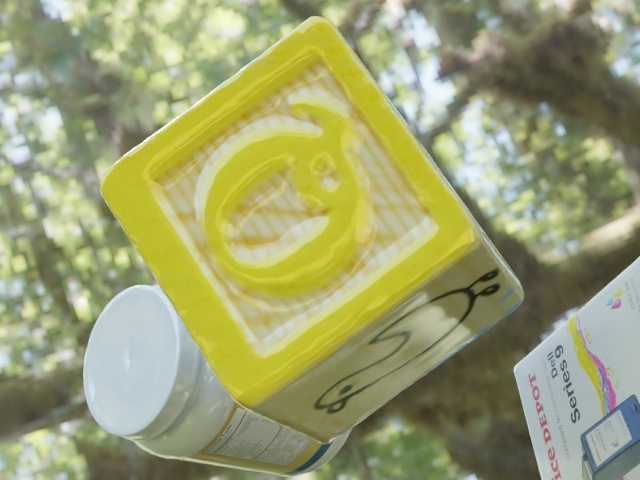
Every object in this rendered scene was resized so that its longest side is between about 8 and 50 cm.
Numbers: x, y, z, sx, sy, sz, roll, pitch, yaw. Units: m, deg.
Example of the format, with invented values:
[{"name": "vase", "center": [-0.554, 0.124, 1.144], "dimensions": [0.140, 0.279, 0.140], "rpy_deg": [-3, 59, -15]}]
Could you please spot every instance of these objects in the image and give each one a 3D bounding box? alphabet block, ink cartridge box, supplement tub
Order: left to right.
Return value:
[{"name": "supplement tub", "center": [-0.080, 0.114, 1.533], "dimensions": [0.199, 0.144, 0.144], "rpy_deg": [16, -42, -42]}, {"name": "alphabet block", "center": [0.000, 0.000, 1.242], "dimensions": [0.192, 0.193, 0.197], "rpy_deg": [-38, -19, 5]}, {"name": "ink cartridge box", "center": [0.240, 0.112, 1.308], "dimensions": [0.093, 0.154, 0.212], "rpy_deg": [4, -31, -26]}]
